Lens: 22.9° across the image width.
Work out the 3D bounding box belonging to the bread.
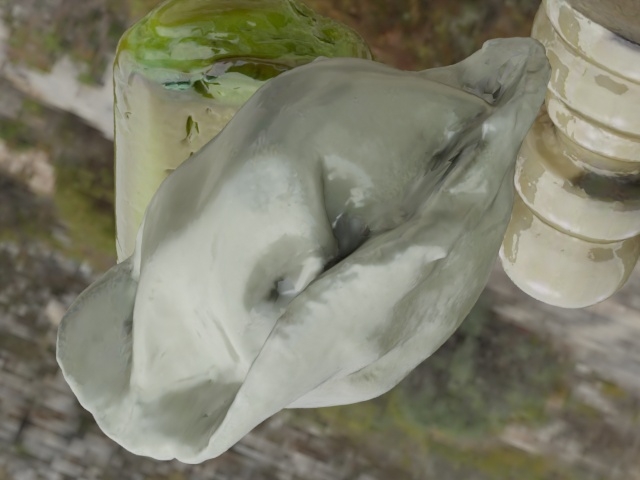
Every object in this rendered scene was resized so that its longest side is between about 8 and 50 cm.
[{"bbox_3d":[-0.060,-0.032,1.091,0.166,0.112,0.383,7,144,-3],"label":"bread"}]

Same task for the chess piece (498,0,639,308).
[{"bbox_3d":[0.182,-0.062,1.028,0.142,0.143,0.261,21,132,8],"label":"chess piece"}]

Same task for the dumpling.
[{"bbox_3d":[0.000,0.000,0.666,0.132,0.250,0.162,52,-177,-31],"label":"dumpling"}]
